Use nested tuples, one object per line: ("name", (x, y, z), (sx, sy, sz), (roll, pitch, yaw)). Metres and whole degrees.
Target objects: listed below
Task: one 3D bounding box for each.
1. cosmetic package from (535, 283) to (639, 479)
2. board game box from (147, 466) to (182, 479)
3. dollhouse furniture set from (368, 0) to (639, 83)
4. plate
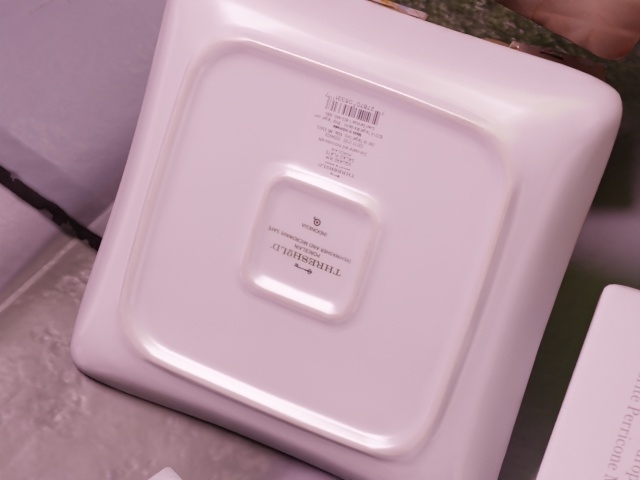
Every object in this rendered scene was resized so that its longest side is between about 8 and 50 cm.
("cosmetic package", (0.323, 0.213, 0.933), (0.453, 0.161, 0.230), (18, 55, 13))
("board game box", (-0.074, 0.295, 0.913), (0.224, 0.097, 0.303), (-32, 61, -23))
("dollhouse furniture set", (0.213, -0.215, 1.151), (0.394, 0.362, 0.256), (15, 48, -21))
("plate", (0.000, 0.000, 1.049), (0.277, 0.278, 0.045), (22, 15, 16))
